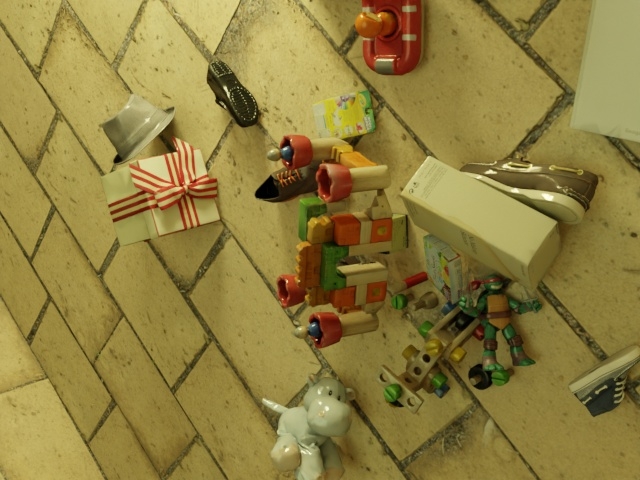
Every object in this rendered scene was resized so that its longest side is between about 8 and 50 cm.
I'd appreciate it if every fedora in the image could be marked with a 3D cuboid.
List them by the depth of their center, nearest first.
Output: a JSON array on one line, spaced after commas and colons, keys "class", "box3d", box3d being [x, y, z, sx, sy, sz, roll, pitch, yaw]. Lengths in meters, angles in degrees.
[{"class": "fedora", "box3d": [-0.543, -0.338, 2.397, 0.124, 0.244, 0.275, 46, 178, -18]}]

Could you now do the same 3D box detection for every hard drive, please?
[{"class": "hard drive", "box3d": [0.582, -0.339, 1.517, 0.203, 0.040, 0.307, 20, 114, 37]}]

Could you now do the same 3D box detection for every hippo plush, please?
[{"class": "hippo plush", "box3d": [0.011, 0.486, 2.198, 0.236, 0.234, 0.294, -52, 23, 20]}]

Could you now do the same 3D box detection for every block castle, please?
[{"class": "block castle", "box3d": [0.000, 0.000, 1.944, 0.303, 0.213, 0.453, -136, 43, -55]}]

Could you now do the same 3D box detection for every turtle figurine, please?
[{"class": "turtle figurine", "box3d": [0.387, 0.158, 1.788, 0.175, 0.118, 0.234, -9, 86, 3]}]

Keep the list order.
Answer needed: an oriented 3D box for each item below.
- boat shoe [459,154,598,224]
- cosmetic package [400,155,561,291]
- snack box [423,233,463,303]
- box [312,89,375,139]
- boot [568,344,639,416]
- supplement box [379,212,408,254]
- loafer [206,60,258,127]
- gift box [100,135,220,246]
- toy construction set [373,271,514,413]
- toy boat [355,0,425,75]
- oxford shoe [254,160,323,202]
[{"class": "boat shoe", "box3d": [0.413, -0.118, 1.693, 0.324, 0.116, 0.096, 20, 74, 51]}, {"class": "cosmetic package", "box3d": [0.332, -0.036, 1.718, 0.309, 0.160, 0.113, 33, 80, 29]}, {"class": "snack box", "box3d": [0.275, 0.061, 1.852, 0.100, 0.037, 0.141, 52, 162, 44]}, {"class": "box", "box3d": [0.064, -0.300, 2.003, 0.179, 0.043, 0.105, -5, 98, 46]}, {"class": "boot", "box3d": [0.593, 0.284, 1.669, 0.086, 0.069, 0.190, 52, 139, 10]}, {"class": "supplement box", "box3d": [0.161, -0.018, 1.961, 0.056, 0.083, 0.083, 9, 108, 41]}, {"class": "loafer", "box3d": [-0.240, -0.385, 2.243, 0.220, 0.080, 0.078, 60, 142, 20]}, {"class": "gift box", "box3d": [-0.468, -0.141, 2.391, 0.258, 0.255, 0.276, -11, 100, 46]}, {"class": "toy construction set", "box3d": [0.222, 0.241, 1.871, 0.257, 0.237, 0.308, -35, 77, 42]}, {"class": "toy boat", "box3d": [0.135, -0.476, 1.812, 0.151, 0.151, 0.231, 10, 108, 40]}, {"class": "oxford shoe", "box3d": [-0.062, -0.156, 2.117, 0.271, 0.098, 0.096, -30, 81, 43]}]
